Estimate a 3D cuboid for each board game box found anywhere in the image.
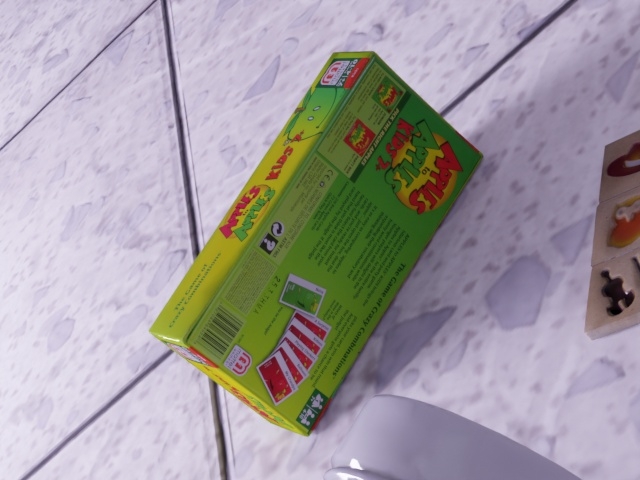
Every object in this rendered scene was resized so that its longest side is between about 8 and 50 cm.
[{"bbox_3d":[0.000,0.000,0.840,0.181,0.092,0.043,-57,29,-14],"label":"board game box"}]

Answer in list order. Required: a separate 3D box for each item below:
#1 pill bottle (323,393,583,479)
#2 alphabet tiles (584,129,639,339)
[{"bbox_3d":[-0.012,0.216,0.501,0.181,0.181,0.323,6,61,57],"label":"pill bottle"},{"bbox_3d":[0.213,-0.040,0.672,0.237,0.009,0.198,-26,37,38],"label":"alphabet tiles"}]
